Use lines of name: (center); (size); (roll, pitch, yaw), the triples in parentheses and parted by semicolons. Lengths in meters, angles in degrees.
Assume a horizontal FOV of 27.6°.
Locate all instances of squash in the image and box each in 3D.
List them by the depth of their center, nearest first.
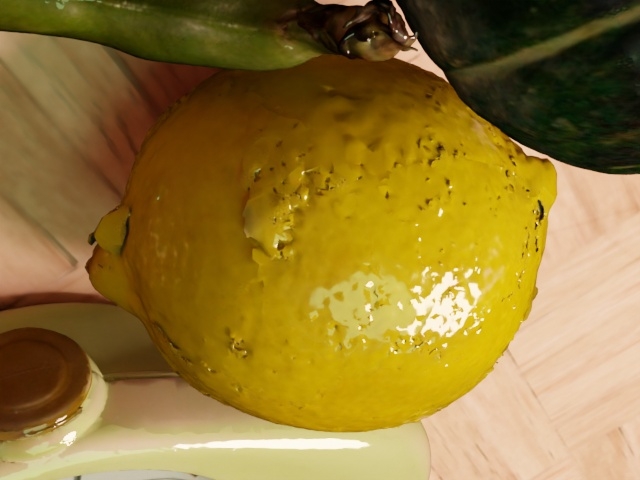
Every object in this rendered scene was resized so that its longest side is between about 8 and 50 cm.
squash: (0.112, -0.128, 0.479); (0.218, 0.218, 0.172); (17, 130, -37)

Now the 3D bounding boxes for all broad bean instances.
broad bean: (-0.119, -0.098, 0.456); (0.292, 0.144, 0.049); (7, 96, -19)

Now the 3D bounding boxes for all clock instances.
clock: (-0.137, 0.153, 0.689); (0.348, 0.117, 0.286); (11, 125, -33)

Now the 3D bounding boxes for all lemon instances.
lemon: (0.000, 0.000, 0.574); (0.206, 0.173, 0.173); (-4, 132, -10)
